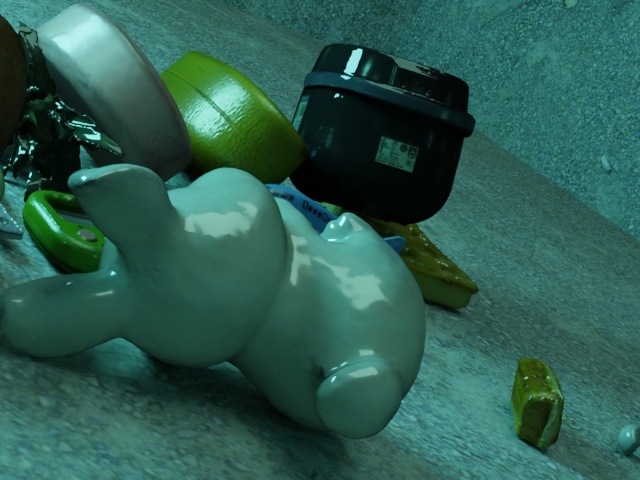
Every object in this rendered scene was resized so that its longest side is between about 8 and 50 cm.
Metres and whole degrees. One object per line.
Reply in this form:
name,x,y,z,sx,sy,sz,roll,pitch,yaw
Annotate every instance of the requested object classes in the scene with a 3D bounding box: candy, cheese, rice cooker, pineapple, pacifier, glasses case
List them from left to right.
cheese,-0.352,-0.051,1.219,0.097,0.037,0.192,11,23,-45
pineapple,-0.369,-0.176,1.370,0.364,0.165,0.165,37,17,26
candy,-0.262,-0.177,1.462,0.255,0.094,0.255,48,-16,19
glasses case,-0.157,-0.161,1.662,0.173,0.141,0.371,51,-6,-24
rice cooker,0.078,-0.145,1.683,0.267,0.224,0.267,17,0,0
pacifier,0.439,0.248,1.527,0.117,0.126,0.150,1,27,-7

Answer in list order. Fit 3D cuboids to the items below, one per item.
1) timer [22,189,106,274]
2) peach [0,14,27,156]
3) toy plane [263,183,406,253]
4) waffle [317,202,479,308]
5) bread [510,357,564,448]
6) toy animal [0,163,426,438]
timer,-0.237,-0.002,1.242,0.140,0.047,0.128,13,22,-45
peach,-0.390,-0.134,1.045,0.252,0.252,0.252,26,15,-7
toy plane,0.000,0.000,1.546,0.271,0.105,0.254,18,17,-30
waffle,0.110,0.009,1.806,0.168,0.057,0.274,19,17,-32
bread,0.259,0.192,1.430,0.053,0.074,0.132,9,15,0
toy animal,-0.084,0.053,1.053,0.368,0.196,0.241,23,17,-26
